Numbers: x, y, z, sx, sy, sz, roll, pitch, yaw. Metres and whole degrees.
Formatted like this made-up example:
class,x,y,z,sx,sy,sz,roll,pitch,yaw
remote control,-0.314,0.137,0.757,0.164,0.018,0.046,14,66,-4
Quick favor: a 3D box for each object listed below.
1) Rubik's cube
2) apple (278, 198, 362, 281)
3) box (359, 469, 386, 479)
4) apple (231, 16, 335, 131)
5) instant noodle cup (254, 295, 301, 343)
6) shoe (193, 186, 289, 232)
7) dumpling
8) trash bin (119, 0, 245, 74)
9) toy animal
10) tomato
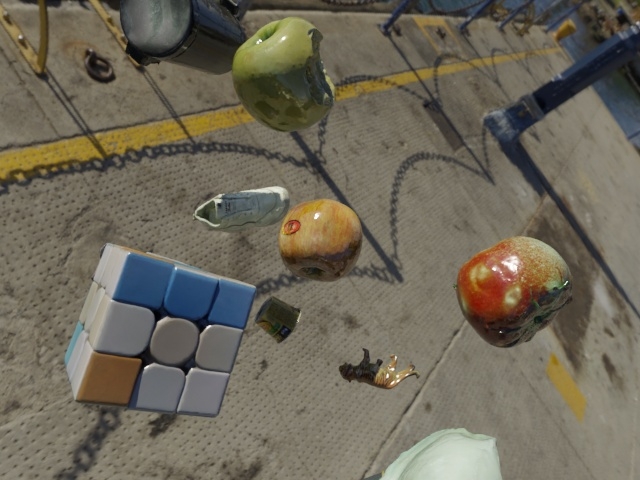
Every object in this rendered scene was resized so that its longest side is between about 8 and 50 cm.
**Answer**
class,x,y,z,sx,sy,sz,roll,pitch,yaw
Rubik's cube,-0.423,0.221,1.159,0.344,0.346,0.347,20,83,-32
apple,0.000,0.000,1.101,0.211,0.211,0.188,22,64,-31
box,0.150,0.697,1.091,0.145,0.090,0.201,61,13,-19
apple,-0.091,-0.410,1.122,0.279,0.279,0.279,22,51,-31
instant noodle cup,-0.159,0.278,1.590,0.122,0.151,0.152,34,46,-13
shoe,-0.279,-0.106,1.541,0.210,0.341,0.132,3,74,-62
dumpling,0.130,0.303,0.481,0.104,0.149,0.217,40,35,-6
trash bin,-0.355,-0.566,1.191,0.203,0.252,0.301,41,19,4
toy animal,0.157,0.358,1.206,0.099,0.241,0.057,-54,128,-31
tomato,0.509,0.134,1.204,0.303,0.304,0.239,6,35,-40
